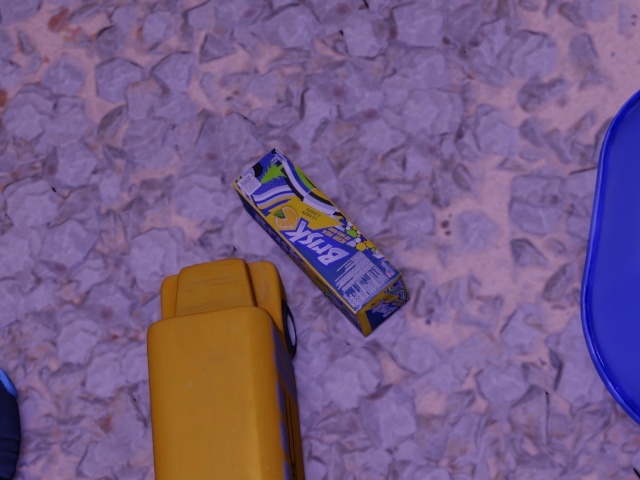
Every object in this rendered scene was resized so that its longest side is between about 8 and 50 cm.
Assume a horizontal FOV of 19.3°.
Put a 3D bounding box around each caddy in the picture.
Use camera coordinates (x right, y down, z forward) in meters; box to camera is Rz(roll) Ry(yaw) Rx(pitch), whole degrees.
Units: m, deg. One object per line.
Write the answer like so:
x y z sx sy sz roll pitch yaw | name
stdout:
0.337 0.002 1.468 0.241 0.179 0.341 15 69 -8 | caddy

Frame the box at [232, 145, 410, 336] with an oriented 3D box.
0.000 0.000 1.598 0.054 0.059 0.169 -40 65 -8 | box

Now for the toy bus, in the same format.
-0.074 0.169 1.501 0.108 0.130 0.333 -9 66 8 | toy bus

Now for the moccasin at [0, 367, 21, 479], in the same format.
-0.420 0.189 1.564 0.342 0.138 0.117 -16 69 6 | moccasin
